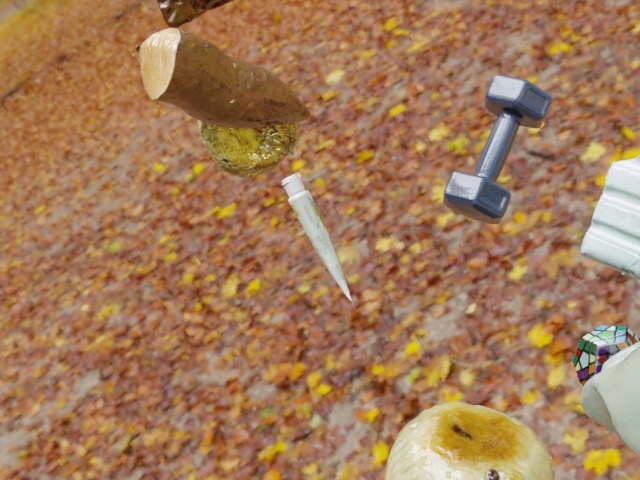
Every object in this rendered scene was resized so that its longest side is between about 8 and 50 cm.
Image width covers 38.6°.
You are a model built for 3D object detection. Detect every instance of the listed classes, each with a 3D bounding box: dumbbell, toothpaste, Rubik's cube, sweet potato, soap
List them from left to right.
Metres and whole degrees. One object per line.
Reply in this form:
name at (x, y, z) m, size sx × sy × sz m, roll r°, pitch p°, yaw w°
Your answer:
sweet potato at (-0.147, -0.242, 1.516) m, size 0.131 × 0.337 × 0.131 m, roll -15°, pitch 67°, yaw 39°
toothpaste at (0.000, 0.000, 2.024) m, size 0.056 × 0.314 × 0.058 m, roll -22°, pitch 8°, yaw 45°
dumbbell at (0.389, -0.199, 2.016) m, size 0.156 × 0.144 × 0.316 m, roll 19°, pitch 83°, yaw 40°
Rubik's cube at (0.505, 0.211, 1.582) m, size 0.133 × 0.133 × 0.112 m, roll -36°, pitch 48°, yaw -12°
soap at (0.707, -0.015, 1.612) m, size 0.446 × 0.156 × 0.261 m, roll 29°, pitch 104°, yaw 49°

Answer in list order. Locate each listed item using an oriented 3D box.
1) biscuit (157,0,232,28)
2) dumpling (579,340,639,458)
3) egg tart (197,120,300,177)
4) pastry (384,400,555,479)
biscuit at (-0.248, -0.716, 2.090) m, size 0.395 × 0.342 × 0.166 m, roll -24°, pitch 30°, yaw -2°
dumpling at (0.423, 0.148, 0.849) m, size 0.270 × 0.211 × 0.320 m, roll 11°, pitch 7°, yaw -7°
egg tart at (-0.173, -0.264, 2.109) m, size 0.231 × 0.252 × 0.098 m, roll -59°, pitch 29°, yaw 17°
pastry at (0.323, 0.553, 2.012) m, size 0.389 × 0.312 × 0.388 m, roll 4°, pitch 33°, yaw -3°
